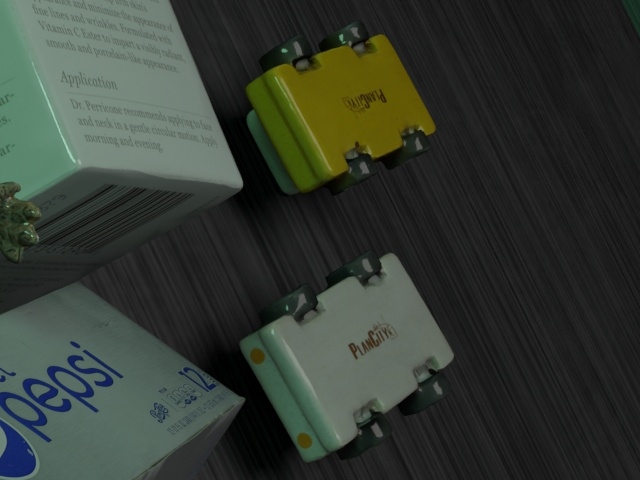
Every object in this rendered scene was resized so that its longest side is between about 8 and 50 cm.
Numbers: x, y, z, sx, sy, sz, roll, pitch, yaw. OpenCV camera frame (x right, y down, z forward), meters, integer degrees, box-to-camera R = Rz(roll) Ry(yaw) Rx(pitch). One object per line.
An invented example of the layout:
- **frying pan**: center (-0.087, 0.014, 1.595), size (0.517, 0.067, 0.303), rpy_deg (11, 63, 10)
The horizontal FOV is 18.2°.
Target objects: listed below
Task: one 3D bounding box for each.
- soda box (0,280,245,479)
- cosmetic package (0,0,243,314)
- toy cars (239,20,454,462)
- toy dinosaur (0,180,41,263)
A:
- **soda box**: center (-0.130, 0.098, 0.762), size (0.098, 0.091, 0.286), rpy_deg (35, 15, 7)
- **cosmetic package**: center (-0.158, -0.076, 0.892), size (0.151, 0.151, 0.184), rpy_deg (6, 59, -65)
- **toy cars**: center (0.000, 0.000, 1.253), size (0.176, 0.087, 0.394), rpy_deg (39, 34, -34)
- **toy dinosaur**: center (-0.242, -0.046, 0.725), size (0.200, 0.127, 0.296), rpy_deg (-1, 58, -56)
